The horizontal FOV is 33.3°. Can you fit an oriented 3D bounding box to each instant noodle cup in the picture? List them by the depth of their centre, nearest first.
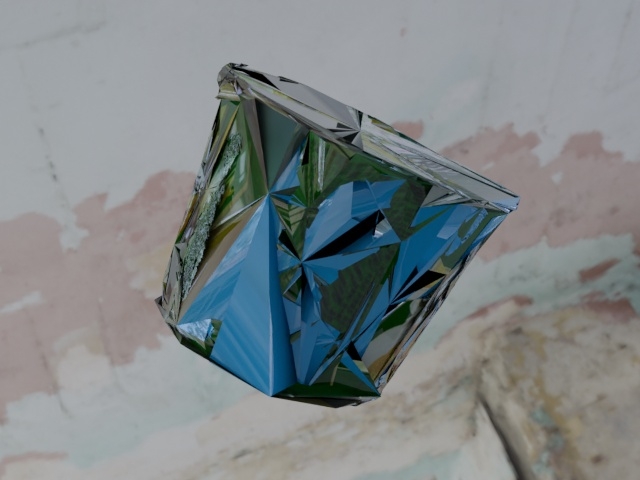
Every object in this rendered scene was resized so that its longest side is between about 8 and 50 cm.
[{"bbox_3d":[0.000,0.000,0.768,0.240,0.240,0.178,14,-74,-43],"label":"instant noodle cup"}]
